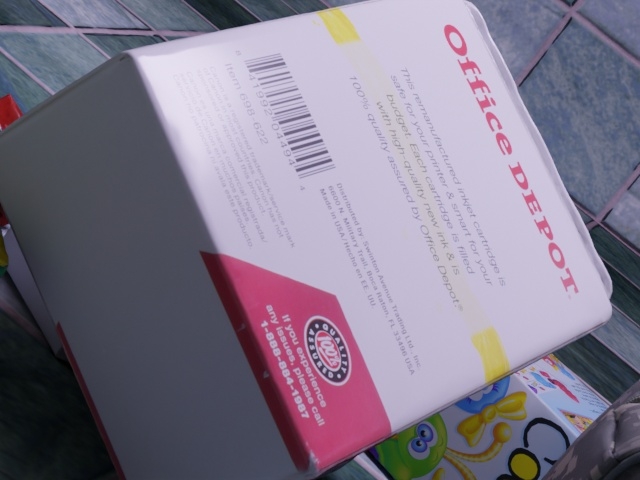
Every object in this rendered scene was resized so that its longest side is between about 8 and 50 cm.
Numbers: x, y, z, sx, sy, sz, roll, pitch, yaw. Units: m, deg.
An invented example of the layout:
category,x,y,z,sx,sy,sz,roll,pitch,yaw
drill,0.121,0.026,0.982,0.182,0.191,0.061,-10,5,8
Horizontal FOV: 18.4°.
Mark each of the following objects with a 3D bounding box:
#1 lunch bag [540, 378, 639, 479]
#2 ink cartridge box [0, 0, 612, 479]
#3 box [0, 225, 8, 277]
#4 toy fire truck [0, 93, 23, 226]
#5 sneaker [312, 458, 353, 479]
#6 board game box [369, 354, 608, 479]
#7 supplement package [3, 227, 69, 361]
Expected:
category,x,y,z,sx,sy,sz,roll,pitch,yaw
lunch bag,0.191,0.231,1.217,0.212,0.305,0.256,37,15,-3
ink cartridge box,0.000,0.000,1.340,0.384,0.160,0.279,-19,83,-52
box,-0.252,0.005,1.273,0.043,0.105,0.179,31,15,-25
toy fire truck,-0.262,-0.087,1.533,0.192,0.047,0.135,65,0,-58
sneaker,-0.051,0.114,1.428,0.258,0.094,0.091,16,30,-54
board game box,0.158,0.176,1.636,0.275,0.142,0.144,46,16,32
supplement package,-0.098,0.030,1.499,0.244,0.134,0.139,24,21,-43
